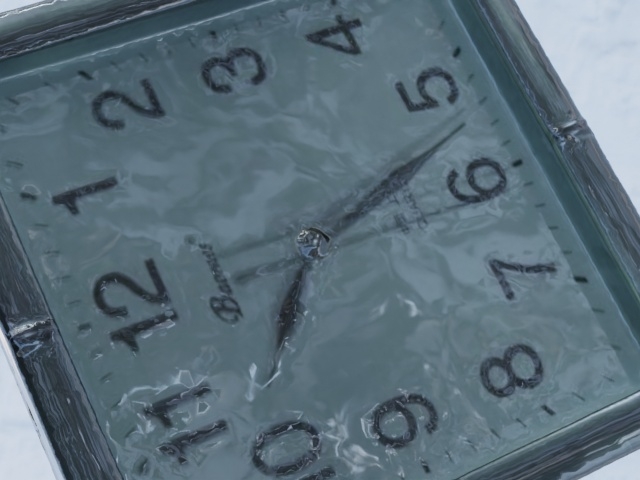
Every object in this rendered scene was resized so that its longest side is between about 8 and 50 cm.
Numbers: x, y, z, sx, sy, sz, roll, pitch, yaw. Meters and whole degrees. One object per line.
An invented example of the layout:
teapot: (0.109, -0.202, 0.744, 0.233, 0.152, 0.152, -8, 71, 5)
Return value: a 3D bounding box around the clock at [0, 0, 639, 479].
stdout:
clock: (0.000, 0.000, 0.532, 0.273, 0.279, 0.049, 64, 159, 15)
